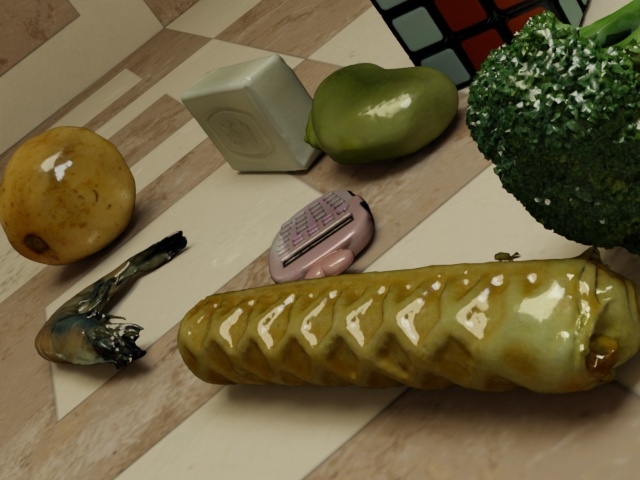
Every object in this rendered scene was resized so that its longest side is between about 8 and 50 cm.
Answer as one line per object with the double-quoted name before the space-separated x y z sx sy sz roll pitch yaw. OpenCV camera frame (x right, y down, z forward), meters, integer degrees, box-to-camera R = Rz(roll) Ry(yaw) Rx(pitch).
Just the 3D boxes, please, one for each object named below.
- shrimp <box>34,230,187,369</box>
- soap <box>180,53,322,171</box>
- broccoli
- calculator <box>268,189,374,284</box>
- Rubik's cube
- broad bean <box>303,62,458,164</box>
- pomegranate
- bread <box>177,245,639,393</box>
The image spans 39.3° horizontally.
"shrimp" -0.195 0.055 0.918 0.198 0.051 0.262 -47 22 -22
"soap" -0.073 -0.140 1.017 0.064 0.121 0.183 -46 24 -21
"broccoli" 0.170 -0.064 0.462 0.156 0.195 0.195 -62 15 21
"calculator" 0.000 0.000 0.779 0.103 0.024 0.166 -34 21 6
"Rubik's cube" 0.158 -0.265 0.876 0.161 0.163 0.162 -17 34 39
"broad bean" 0.050 -0.125 0.864 0.124 0.082 0.174 -41 22 -14
"pomegranate" -0.328 -0.064 1.185 0.196 0.196 0.196 -31 24 15
"bread" 0.028 0.058 0.568 0.368 0.077 0.084 -8 41 47
